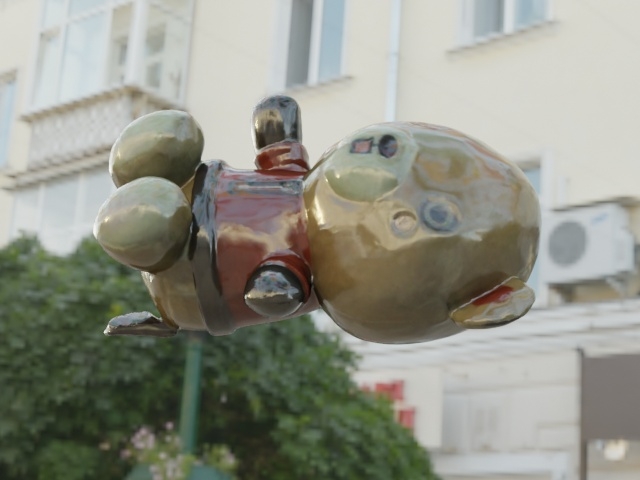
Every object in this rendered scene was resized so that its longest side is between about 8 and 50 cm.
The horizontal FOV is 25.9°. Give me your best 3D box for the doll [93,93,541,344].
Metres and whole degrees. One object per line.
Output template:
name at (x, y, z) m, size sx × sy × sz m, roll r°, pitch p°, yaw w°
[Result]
doll at (0.000, 0.000, 1.046) m, size 0.329 × 0.235 × 0.174 m, roll -1°, pitch -57°, yaw 5°
